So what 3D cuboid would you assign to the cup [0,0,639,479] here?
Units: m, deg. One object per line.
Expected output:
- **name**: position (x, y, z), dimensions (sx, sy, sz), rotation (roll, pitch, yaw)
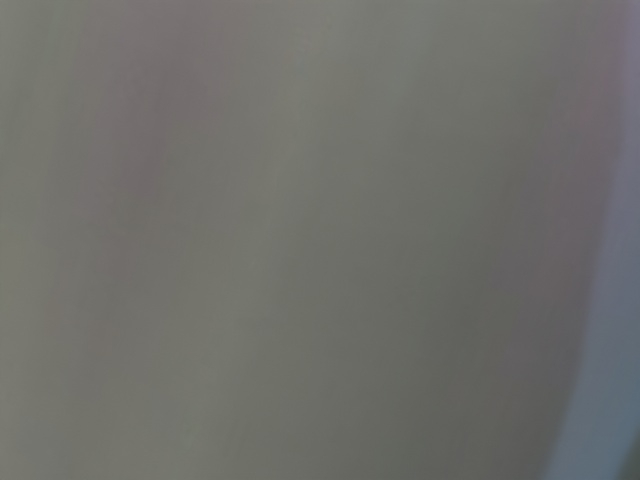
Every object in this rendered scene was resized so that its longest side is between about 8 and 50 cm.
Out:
- **cup**: position (0.000, 0.000, 0.467), dimensions (0.253, 0.253, 0.371), rotation (8, 108, -38)
